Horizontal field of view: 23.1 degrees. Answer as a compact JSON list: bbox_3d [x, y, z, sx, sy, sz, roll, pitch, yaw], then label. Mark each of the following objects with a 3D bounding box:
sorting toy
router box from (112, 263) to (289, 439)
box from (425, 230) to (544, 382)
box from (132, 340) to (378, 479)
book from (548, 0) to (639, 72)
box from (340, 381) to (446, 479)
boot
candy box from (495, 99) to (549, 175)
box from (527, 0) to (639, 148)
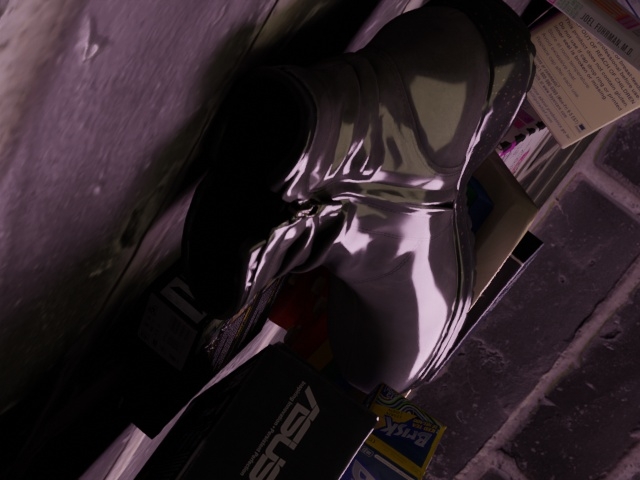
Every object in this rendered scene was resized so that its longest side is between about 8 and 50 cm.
[{"bbox_3d":[0.047,0.024,1.283,0.255,0.089,0.257,-55,-168,11],"label":"sorting toy"},{"bbox_3d":[-0.079,0.053,1.126,0.133,0.046,0.179,-44,169,-34],"label":"router box"},{"bbox_3d":[0.099,0.021,1.495,0.158,0.156,0.093,-54,171,23],"label":"box"},{"bbox_3d":[-0.121,0.240,1.093,0.318,0.097,0.395,-53,-177,-17],"label":"box"},{"bbox_3d":[0.242,-0.191,1.357,0.035,0.144,0.096,-54,171,21],"label":"book"},{"bbox_3d":[0.021,0.171,1.127,0.169,0.059,0.054,-51,-174,48],"label":"box"},{"bbox_3d":[0.000,0.000,1.003,0.223,0.118,0.338,-28,141,-37],"label":"boot"},{"bbox_3d":[0.152,-0.073,1.632,0.159,0.071,0.233,-55,170,24],"label":"candy box"},{"bbox_3d":[0.329,-0.225,1.500,0.243,0.117,0.213,-29,-172,46],"label":"box"}]
